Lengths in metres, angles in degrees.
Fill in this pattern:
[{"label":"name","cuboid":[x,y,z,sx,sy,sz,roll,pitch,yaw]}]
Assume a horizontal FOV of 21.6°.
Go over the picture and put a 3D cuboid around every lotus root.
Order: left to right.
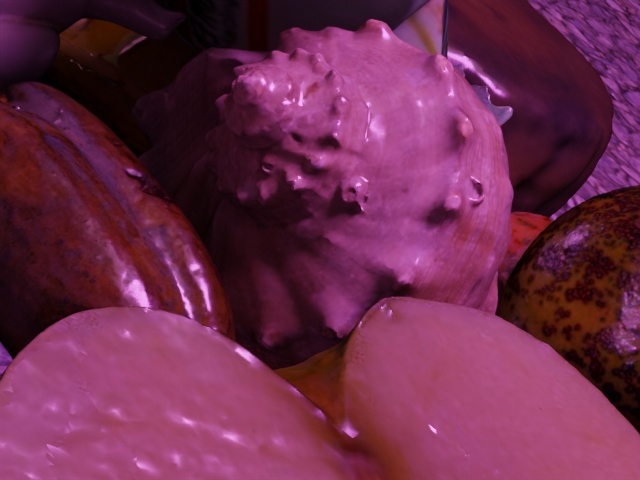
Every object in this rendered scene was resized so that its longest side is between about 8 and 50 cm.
[{"label":"lotus root","cuboid":[-0.138,0.010,0.917,0.124,0.123,0.241,-18,61,-39]}]

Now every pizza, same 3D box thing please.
[{"label":"pizza","cuboid":[-0.142,-0.148,1.218,0.204,0.080,0.188,33,25,-4]}]

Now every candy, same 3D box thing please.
[{"label":"candy","cuboid":[-0.020,-0.197,1.043,0.263,0.172,0.398,39,-13,22]}]

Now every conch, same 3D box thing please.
[{"label":"conch","cuboid":[-0.007,0.006,1.006,0.263,0.324,0.186,21,54,35]}]

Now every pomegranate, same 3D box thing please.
[{"label":"pomegranate","cuboid":[0.195,0.066,1.186,0.222,0.276,0.204,32,58,-54]}]

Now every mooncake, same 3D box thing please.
[{"label":"mooncake","cuboid":[0.092,-0.124,1.363,0.290,0.161,0.290,30,26,-16]}]

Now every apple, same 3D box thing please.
[{"label":"apple","cuboid":[0.036,0.182,0.668,0.360,0.320,0.312,61,-3,31]}]

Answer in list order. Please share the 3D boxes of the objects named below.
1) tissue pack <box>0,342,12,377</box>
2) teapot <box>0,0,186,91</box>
[{"label":"tissue pack","cuboid":[-0.240,0.025,0.851,0.156,0.051,0.112,49,26,25]},{"label":"teapot","cuboid":[-0.243,-0.156,0.972,0.318,0.220,0.149,-5,84,-65]}]
